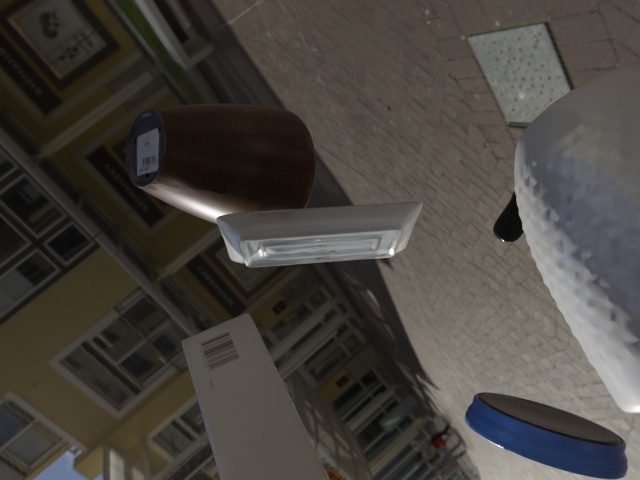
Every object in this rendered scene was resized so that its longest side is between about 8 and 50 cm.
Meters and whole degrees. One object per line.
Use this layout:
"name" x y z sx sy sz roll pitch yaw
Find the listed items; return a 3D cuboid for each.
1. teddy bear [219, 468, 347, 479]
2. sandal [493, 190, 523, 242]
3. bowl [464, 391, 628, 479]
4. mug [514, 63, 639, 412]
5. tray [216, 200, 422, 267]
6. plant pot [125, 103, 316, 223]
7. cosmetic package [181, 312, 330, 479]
"teddy bear" -0.111 0.549 1.098 0.338 0.245 0.113 -8 98 41
"sandal" 0.371 -0.074 0.920 0.067 0.179 0.040 37 -177 15
"bowl" 0.579 0.490 1.333 0.391 0.077 0.391 13 179 0
"mug" 0.406 -0.042 0.547 0.374 0.276 0.328 -44 63 45
"tray" 0.000 0.000 0.720 0.145 0.270 0.030 92 173 -66
"plant pot" -0.162 -0.118 0.780 0.230 0.215 0.215 3 -146 -49
"cosmetic package" -0.028 0.304 0.557 0.377 0.097 0.284 -128 22 -50
